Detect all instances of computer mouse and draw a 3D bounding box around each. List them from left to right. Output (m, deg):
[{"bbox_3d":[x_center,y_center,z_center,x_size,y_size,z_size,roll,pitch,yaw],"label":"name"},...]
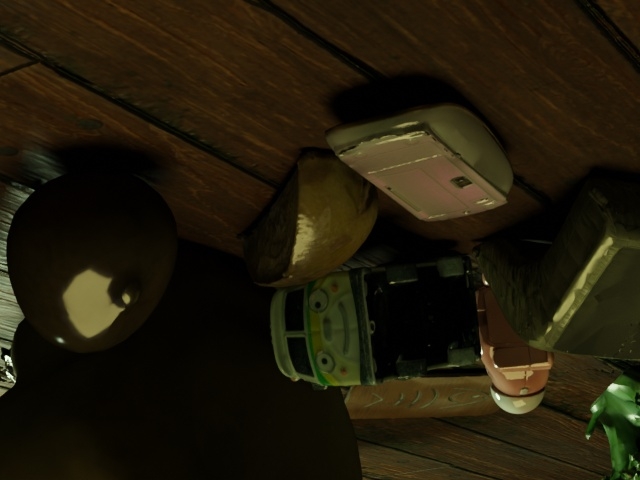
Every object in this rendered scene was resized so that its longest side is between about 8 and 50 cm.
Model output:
[{"bbox_3d":[0.095,-0.078,1.303,0.126,0.056,0.245,-13,158,24],"label":"computer mouse"}]

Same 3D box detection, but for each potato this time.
[{"bbox_3d":[-0.001,0.003,1.452,0.120,0.100,0.261,3,160,-15],"label":"potato"}]

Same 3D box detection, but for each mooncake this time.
[{"bbox_3d":[-0.168,0.251,1.612,0.262,0.467,0.467,-19,156,31],"label":"mooncake"}]

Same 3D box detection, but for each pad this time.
[{"bbox_3d":[0.183,0.259,2.345,0.284,0.018,0.286,-1,161,-6],"label":"pad"}]

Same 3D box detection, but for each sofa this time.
[{"bbox_3d":[0.319,0.005,1.550,0.210,0.176,0.225,5,131,-22],"label":"sofa"}]

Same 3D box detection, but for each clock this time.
[{"bbox_3d":[0.234,0.122,1.750,0.093,0.166,0.162,-6,153,3],"label":"clock"}]

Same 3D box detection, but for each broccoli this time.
[{"bbox_3d":[0.574,0.331,2.212,0.413,0.310,0.321,-32,-172,-36],"label":"broccoli"}]

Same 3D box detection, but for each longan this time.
[{"bbox_3d":[-0.220,0.015,1.356,0.189,0.189,0.189,-3,161,-1],"label":"longan"}]

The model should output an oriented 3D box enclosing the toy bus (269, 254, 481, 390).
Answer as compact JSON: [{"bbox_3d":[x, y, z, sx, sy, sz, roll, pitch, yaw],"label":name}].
[{"bbox_3d":[0.062,0.092,1.589,0.165,0.133,0.276,-8,177,31],"label":"toy bus"}]

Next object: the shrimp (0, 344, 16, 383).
[{"bbox_3d":[-0.307,0.178,1.964,0.233,0.071,0.365,-11,163,13],"label":"shrimp"}]
